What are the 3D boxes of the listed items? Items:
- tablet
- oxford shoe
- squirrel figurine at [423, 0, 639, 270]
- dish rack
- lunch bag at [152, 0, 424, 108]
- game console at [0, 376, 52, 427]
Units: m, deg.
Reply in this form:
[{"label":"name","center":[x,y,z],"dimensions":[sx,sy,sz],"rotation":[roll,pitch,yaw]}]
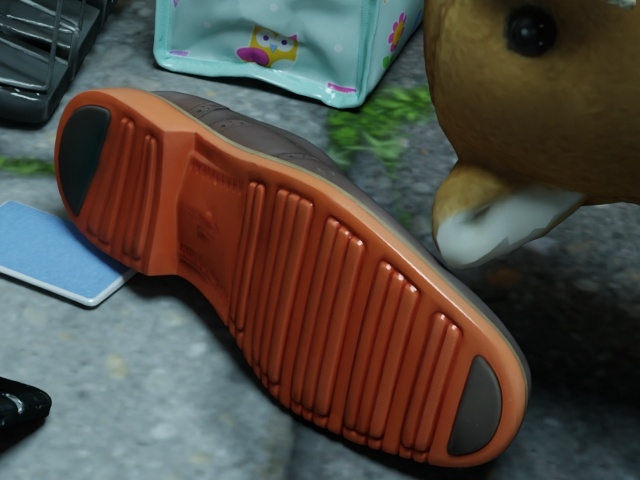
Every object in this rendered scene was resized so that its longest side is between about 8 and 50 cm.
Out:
[{"label":"tablet","center":[-0.125,0.005,0.727],"dimensions":[0.083,0.006,0.054],"rotation":[19,33,19]},{"label":"oxford shoe","center":[0.000,0.000,0.678],"dimensions":[0.098,0.097,0.271],"rotation":[-11,37,-44]},{"label":"squirrel figurine","center":[0.231,-0.034,0.585],"dimensions":[0.370,0.397,0.281],"rotation":[3,62,25]},{"label":"dish rack","center":[-0.122,-0.208,0.812],"dimensions":[0.074,0.271,0.208],"rotation":[19,44,-2]},{"label":"lunch bag","center":[0.009,-0.243,0.912],"dimensions":[0.160,0.262,0.223],"rotation":[14,31,13]},{"label":"game console","center":[-0.180,0.078,0.593],"dimensions":[0.122,0.071,0.107],"rotation":[15,2,13]}]
